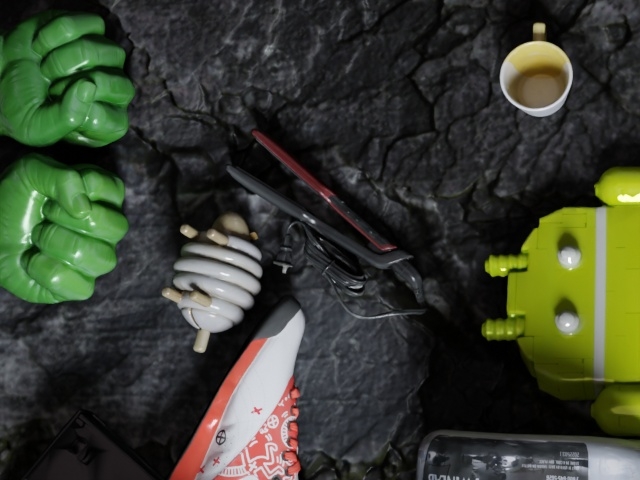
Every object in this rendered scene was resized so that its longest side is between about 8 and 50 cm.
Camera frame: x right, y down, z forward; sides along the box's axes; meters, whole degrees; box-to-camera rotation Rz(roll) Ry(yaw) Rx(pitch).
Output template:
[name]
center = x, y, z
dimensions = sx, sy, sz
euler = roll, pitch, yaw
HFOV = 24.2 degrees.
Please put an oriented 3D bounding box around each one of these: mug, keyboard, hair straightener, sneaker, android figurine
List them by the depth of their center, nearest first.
[android figurine]
center = 0.272, 0.049, 1.253
dimensions = 0.272, 0.056, 0.248
euler = 1, 62, 13
[mug]
center = 0.197, -0.144, 1.321
dimensions = 0.062, 0.064, 0.078
euler = 34, 90, 16
[sneaker]
center = -0.044, 0.194, 1.322
dimensions = 0.145, 0.090, 0.270
euler = 30, 78, -2
[hair straightener]
center = 0.000, 0.000, 1.362
dimensions = 0.230, 0.047, 0.089
euler = 40, 92, 11
[keyboard]
center = -0.304, 0.289, 1.392
dimensions = 0.201, 0.033, 0.317
euler = 40, 91, 8

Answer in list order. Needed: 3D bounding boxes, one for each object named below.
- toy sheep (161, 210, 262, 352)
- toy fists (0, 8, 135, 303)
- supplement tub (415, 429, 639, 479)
[toy sheep]
center = -0.096, 0.036, 1.350
dimensions = 0.091, 0.091, 0.132
euler = 16, 79, 15
[toy fists]
center = -0.251, -0.081, 1.400
dimensions = 0.142, 0.096, 0.279
euler = 0, 81, 12
[supplement tub]
center = 0.172, 0.323, 1.185
dimensions = 0.207, 0.207, 0.338
euler = 2, 83, 13
